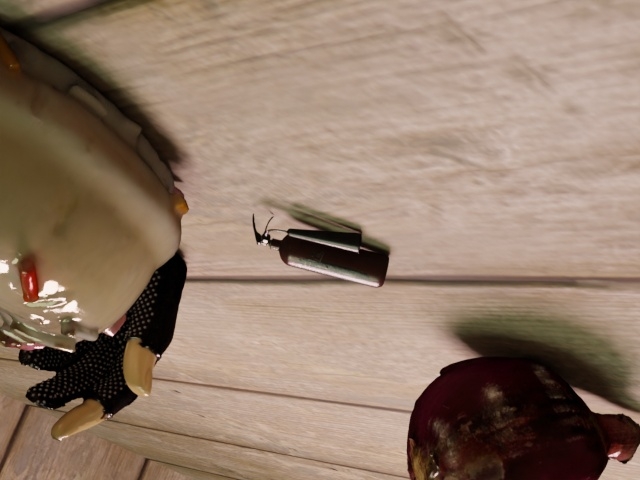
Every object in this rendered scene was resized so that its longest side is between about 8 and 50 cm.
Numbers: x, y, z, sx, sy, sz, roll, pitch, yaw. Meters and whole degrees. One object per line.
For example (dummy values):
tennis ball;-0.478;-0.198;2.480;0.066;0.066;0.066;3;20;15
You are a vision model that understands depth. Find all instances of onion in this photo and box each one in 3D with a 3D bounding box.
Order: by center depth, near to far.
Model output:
onion;0.161;0.152;0.976;0.198;0.135;0.173;-14;163;-27

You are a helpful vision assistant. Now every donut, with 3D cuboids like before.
donut;-0.282;-0.043;0.833;0.382;0.142;0.383;19;161;7

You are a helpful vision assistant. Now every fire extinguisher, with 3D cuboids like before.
fire extinguisher;-0.001;0.006;0.838;0.100;0.032;0.046;15;174;-1

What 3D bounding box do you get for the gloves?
gloves;-0.185;0.088;1.046;0.129;0.181;0.106;19;163;9
